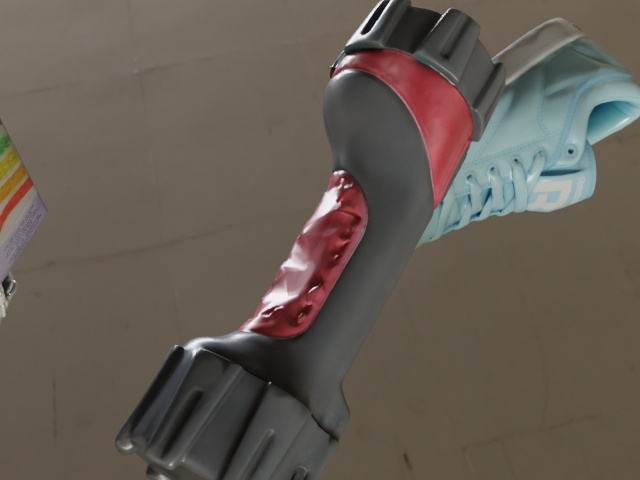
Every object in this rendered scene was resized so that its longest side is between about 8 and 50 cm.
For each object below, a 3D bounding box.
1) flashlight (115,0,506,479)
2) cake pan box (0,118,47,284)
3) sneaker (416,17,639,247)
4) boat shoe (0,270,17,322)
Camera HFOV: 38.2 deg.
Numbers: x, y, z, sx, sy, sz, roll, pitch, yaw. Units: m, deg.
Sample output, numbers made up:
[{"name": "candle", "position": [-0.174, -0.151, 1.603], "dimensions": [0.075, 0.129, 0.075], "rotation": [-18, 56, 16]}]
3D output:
[{"name": "flashlight", "position": [0.000, 0.000, 0.510], "dimensions": [0.103, 0.103, 0.304], "rotation": [5, -127, 44]}, {"name": "cake pan box", "position": [-0.308, 0.029, 0.648], "dimensions": [0.070, 0.246, 0.267], "rotation": [25, -112, 6]}, {"name": "sneaker", "position": [0.179, -0.077, 0.873], "dimensions": [0.150, 0.135, 0.366], "rotation": [39, -113, 23]}, {"name": "boat shoe", "position": [-0.412, 0.066, 1.130], "dimensions": [0.084, 0.258, 0.095], "rotation": [-40, -91, -19]}]
